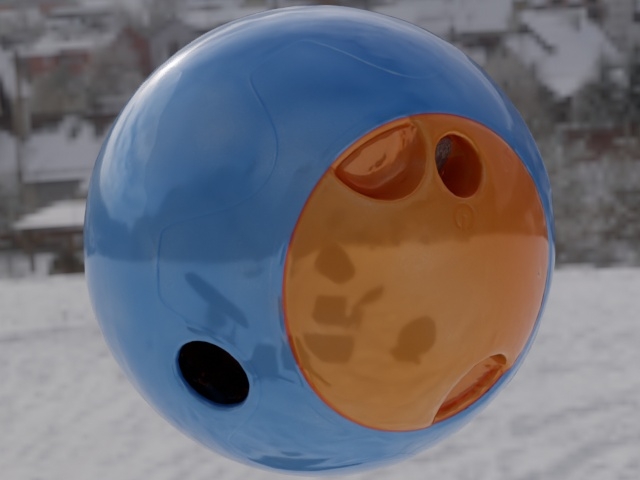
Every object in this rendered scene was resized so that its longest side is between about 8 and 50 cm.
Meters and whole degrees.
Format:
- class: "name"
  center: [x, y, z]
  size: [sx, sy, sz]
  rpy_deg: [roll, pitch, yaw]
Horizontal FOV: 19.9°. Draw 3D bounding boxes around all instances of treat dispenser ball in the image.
- class: "treat dispenser ball"
  center: [0.000, 0.000, 1.117]
  size: [0.288, 0.288, 0.288]
  rpy_deg: [-3, 9, 0]
